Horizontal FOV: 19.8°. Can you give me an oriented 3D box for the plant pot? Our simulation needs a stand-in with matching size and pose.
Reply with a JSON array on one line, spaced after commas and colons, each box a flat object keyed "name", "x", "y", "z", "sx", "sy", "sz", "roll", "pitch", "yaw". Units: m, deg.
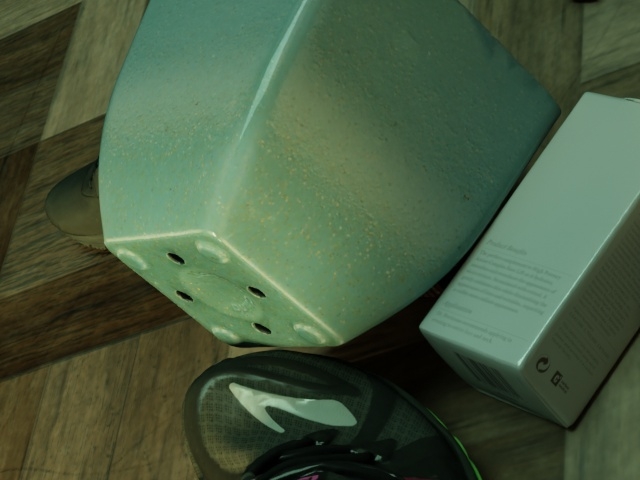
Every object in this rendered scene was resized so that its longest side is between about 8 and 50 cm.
[{"name": "plant pot", "x": -0.022, "y": -0.060, "z": 1.374, "sx": 0.248, "sy": 0.247, "sz": 0.252, "roll": -5, "pitch": 50, "yaw": 51}]

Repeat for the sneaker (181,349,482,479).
[{"name": "sneaker", "x": 0.019, "y": 0.192, "z": 1.214, "sx": 0.185, "sy": 0.202, "sz": 0.483, "roll": -44, "pitch": 35, "yaw": 0}]

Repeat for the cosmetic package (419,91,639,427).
[{"name": "cosmetic package", "x": 0.188, "y": 0.010, "z": 1.335, "sx": 0.231, "sy": 0.085, "sz": 0.117, "roll": -52, "pitch": 37, "yaw": -13}]

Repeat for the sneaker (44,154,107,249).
[{"name": "sneaker", "x": -0.159, "y": -0.082, "z": 1.718, "sx": 0.286, "sy": 0.130, "sz": 0.109, "roll": -20, "pitch": 45, "yaw": 32}]

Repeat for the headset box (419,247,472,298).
[{"name": "headset box", "x": 0.082, "y": 0.014, "z": 1.473, "sx": 0.083, "sy": 0.032, "sz": 0.062, "roll": -3, "pitch": 53, "yaw": 44}]
